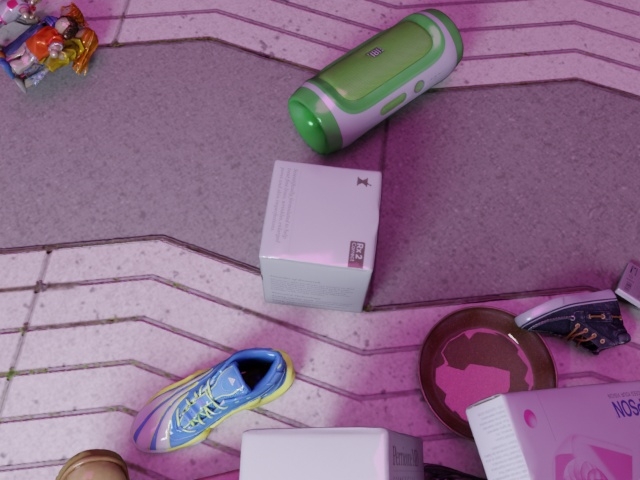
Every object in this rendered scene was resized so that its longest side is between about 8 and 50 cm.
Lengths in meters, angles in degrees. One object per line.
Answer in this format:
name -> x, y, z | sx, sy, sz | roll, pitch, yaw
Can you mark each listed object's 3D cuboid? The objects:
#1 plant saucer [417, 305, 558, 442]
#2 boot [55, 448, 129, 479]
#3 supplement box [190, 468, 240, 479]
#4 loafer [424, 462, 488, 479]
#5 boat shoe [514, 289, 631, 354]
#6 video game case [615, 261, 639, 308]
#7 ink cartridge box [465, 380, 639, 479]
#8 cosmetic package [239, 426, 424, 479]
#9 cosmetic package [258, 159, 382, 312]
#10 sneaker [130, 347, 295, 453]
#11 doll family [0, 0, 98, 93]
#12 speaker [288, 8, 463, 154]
plant saucer -> 0.235, 0.192, 0.963 | 0.198, 0.036, 0.199 | 1, 65, -2
boot -> -0.230, 0.396, 0.714 | 0.089, 0.236, 0.269 | 2, 23, -28
supplement box -> -0.137, 0.356, 0.855 | 0.188, 0.081, 0.104 | -11, 67, -6
loafer -> 0.181, 0.342, 0.860 | 0.302, 0.095, 0.109 | 6, 67, 1
boat shoe -> 0.366, 0.124, 0.962 | 0.183, 0.065, 0.083 | -7, 66, -25
video game case -> 0.506, 0.088, 1.009 | 0.122, 0.011, 0.087 | 35, 41, 14
ink cartridge box -> 0.344, 0.336, 0.792 | 0.324, 0.071, 0.330 | 6, 58, -39
cosmetic package -> 0.022, 0.435, 0.704 | 0.161, 0.230, 0.453 | -5, 71, 17
cosmetic package -> 0.000, 0.000, 0.963 | 0.151, 0.184, 0.151 | 6, 65, 1
sneaker -> -0.148, 0.201, 0.900 | 0.240, 0.126, 0.091 | -27, 69, -13
doll family -> -0.475, -0.346, 1.163 | 0.163, 0.118, 0.263 | -38, 54, -10
speaker -> 0.094, -0.266, 1.119 | 0.296, 0.131, 0.131 | -36, 71, -16
